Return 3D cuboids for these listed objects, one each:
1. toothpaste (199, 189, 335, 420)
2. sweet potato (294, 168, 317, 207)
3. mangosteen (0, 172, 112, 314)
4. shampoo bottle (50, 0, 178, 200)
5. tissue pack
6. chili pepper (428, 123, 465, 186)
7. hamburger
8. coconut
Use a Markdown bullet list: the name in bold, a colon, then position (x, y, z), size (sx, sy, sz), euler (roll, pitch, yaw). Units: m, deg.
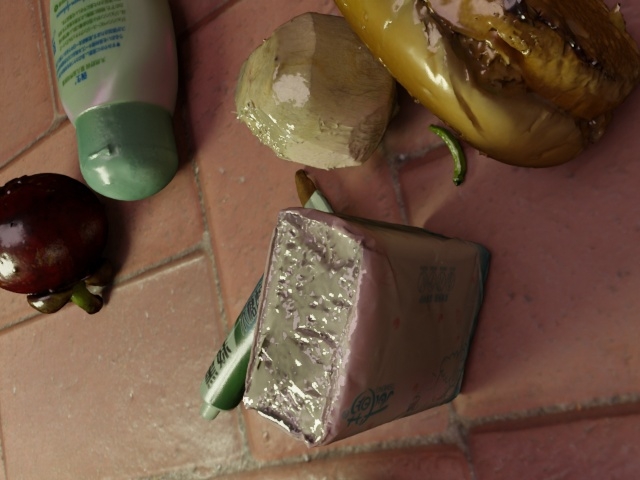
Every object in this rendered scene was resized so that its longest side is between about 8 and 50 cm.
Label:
- **toothpaste**: position (-0.077, 0.111, 0.854), size (0.392, 0.061, 0.099), euler (-59, 39, 29)
- **sweet potato**: position (0.000, 0.000, 0.844), size (0.050, 0.050, 0.214), euler (-20, 73, 33)
- **mangosteen**: position (-0.443, 0.018, 1.072), size (0.215, 0.215, 0.258), euler (-3, 121, 35)
- **shampoo bottle**: position (-0.310, -0.233, 1.004), size (0.221, 0.151, 0.350), euler (-16, 78, 27)
- **tissue pack**: position (0.059, 0.079, 0.660), size (0.124, 0.271, 0.202), euler (13, 95, 36)
- **chili pepper**: position (0.150, -0.103, 0.758), size (0.030, 0.017, 0.083), euler (-25, 75, 33)
- **hamburger**: position (0.141, -0.212, 0.607), size (0.174, 0.284, 0.305), euler (-50, 63, 25)
- **coconut**: position (0.007, -0.173, 0.770), size (0.194, 0.194, 0.195), euler (-2, 87, 35)
